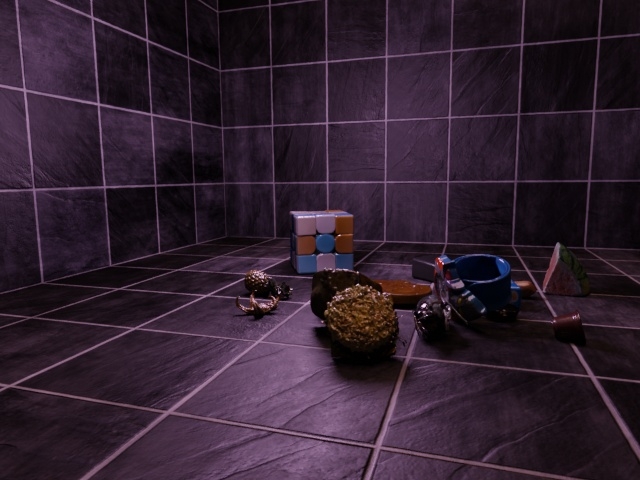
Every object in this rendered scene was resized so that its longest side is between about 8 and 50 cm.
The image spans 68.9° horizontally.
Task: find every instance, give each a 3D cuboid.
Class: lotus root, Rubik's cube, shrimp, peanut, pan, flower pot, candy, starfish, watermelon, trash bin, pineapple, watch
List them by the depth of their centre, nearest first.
[{"bbox_3d":[0.827,0.291,1.563,0.089,0.111,0.111,-14,2,25],"label":"flower pot"},{"bbox_3d":[0.409,0.257,1.613,0.172,0.137,0.372,-16,3,15],"label":"shrimp"},{"bbox_3d":[0.094,0.208,1.645,0.267,0.149,0.260,5,-24,2],"label":"lotus root"},{"bbox_3d":[0.600,0.170,1.762,0.275,0.241,0.305,-15,26,-10],"label":"watch"},{"bbox_3d":[0.678,0.280,1.784,0.128,0.048,0.202,4,8,40],"label":"pan"},{"bbox_3d":[-0.248,0.257,1.929,0.146,0.074,0.190,8,11,40],"label":"starfish"},{"bbox_3d":[0.688,0.226,2.010,0.306,0.100,0.157,0,7,9],"label":"candy"},{"bbox_3d":[0.893,0.221,2.108,0.152,0.076,0.076,-2,7,17],"label":"peanut"},{"bbox_3d":[-0.238,0.212,2.183,0.251,0.125,0.125,11,13,32],"label":"pineapple"},{"bbox_3d":[1.136,0.156,2.211,0.201,0.261,0.213,-28,-2,27],"label":"watermelon"},{"bbox_3d":[0.623,0.156,2.470,0.165,0.115,0.225,-6,11,-32],"label":"trash bin"},{"bbox_3d":[0.000,0.000,2.802,0.344,0.346,0.347,-2,7,-12],"label":"Rubik's cube"}]

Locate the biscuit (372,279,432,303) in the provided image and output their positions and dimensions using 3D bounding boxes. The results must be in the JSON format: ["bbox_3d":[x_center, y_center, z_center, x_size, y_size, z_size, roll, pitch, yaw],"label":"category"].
[{"bbox_3d":[0.321,0.233,2.117,0.367,0.063,0.314,3,6,29],"label":"biscuit"}]

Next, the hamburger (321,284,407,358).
[{"bbox_3d":[0.134,0.248,1.433,0.262,0.243,0.138,-3,-29,0],"label":"hamburger"}]
